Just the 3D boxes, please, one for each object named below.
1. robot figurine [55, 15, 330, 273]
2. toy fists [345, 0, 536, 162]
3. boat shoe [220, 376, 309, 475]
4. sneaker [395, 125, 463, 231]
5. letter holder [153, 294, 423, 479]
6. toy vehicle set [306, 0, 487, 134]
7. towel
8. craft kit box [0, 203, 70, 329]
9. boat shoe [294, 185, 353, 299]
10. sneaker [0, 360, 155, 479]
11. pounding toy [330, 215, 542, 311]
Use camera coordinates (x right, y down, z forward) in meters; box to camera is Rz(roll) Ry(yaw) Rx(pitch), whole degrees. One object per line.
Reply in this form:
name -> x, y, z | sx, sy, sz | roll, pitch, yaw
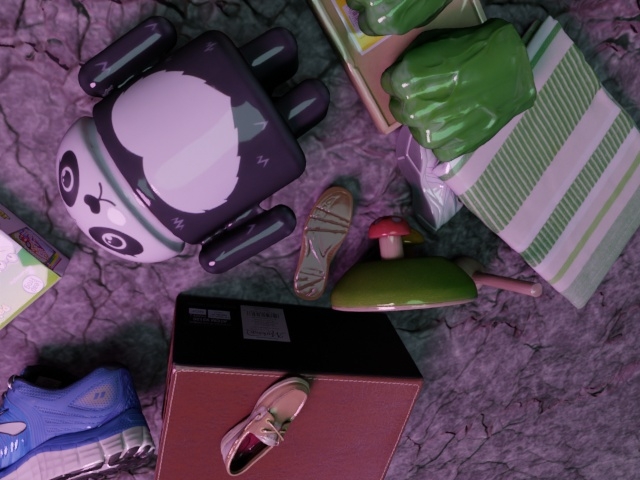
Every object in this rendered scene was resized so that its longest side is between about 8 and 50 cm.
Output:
robot figurine -> -0.126, -0.096, 0.534 | 0.278, 0.209, 0.173 | -33, 146, 1
toy fists -> 0.111, -0.219, 0.545 | 0.142, 0.096, 0.279 | -30, 114, -7
boat shoe -> -0.059, 0.210, 0.587 | 0.050, 0.045, 0.135 | 34, 105, -26
sneaker -> 0.141, -0.088, 0.677 | 0.061, 0.054, 0.152 | -31, 120, -17
letter holder -> -0.054, 0.214, 0.702 | 0.302, 0.152, 0.214 | 7, 113, -16
toy vehicle set -> 0.076, -0.275, 0.583 | 0.166, 0.035, 0.267 | -33, 116, 2
towel -> 0.318, -0.090, 0.696 | 0.325, 0.038, 0.248 | 36, 88, -25
craft kit box -> -0.464, 0.028, 0.576 | 0.250, 0.061, 0.246 | -39, 113, 5
boat shoe -> 0.002, 0.001, 0.686 | 0.056, 0.048, 0.153 | 13, 103, -6
sneaker -> -0.355, 0.242, 0.665 | 0.330, 0.147, 0.130 | -22, 153, 14
pounding toy -> 0.126, 0.024, 0.671 | 0.237, 0.183, 0.110 | -4, 88, -12
